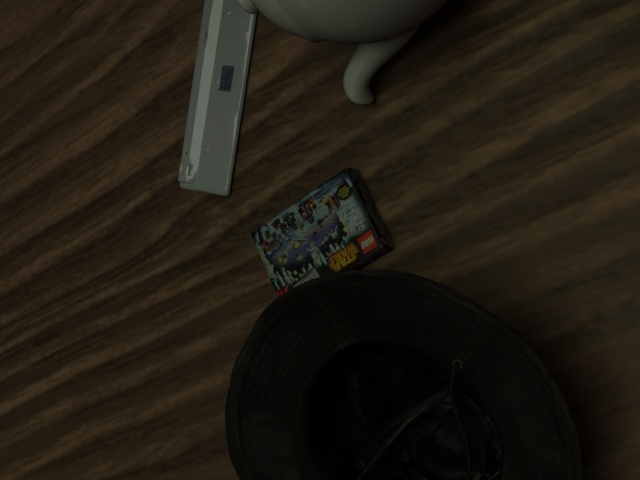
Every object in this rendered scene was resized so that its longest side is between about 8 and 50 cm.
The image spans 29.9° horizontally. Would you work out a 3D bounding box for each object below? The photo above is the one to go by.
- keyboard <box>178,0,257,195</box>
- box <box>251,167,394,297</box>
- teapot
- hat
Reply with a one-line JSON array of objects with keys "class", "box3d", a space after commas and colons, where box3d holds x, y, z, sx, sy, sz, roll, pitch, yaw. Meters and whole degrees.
[{"class": "keyboard", "box3d": [-0.110, -0.180, 1.329, 0.072, 0.014, 0.256, 10, 93, 29]}, {"class": "box", "box3d": [0.000, 0.000, 1.232, 0.137, 0.027, 0.094, -34, 70, 27]}, {"class": "teapot", "box3d": [-0.008, -0.281, 1.118, 0.187, 0.252, 0.256, -31, 75, 21]}, {"class": "hat", "box3d": [0.087, 0.165, 1.101, 0.331, 0.134, 0.331, 6, 105, 22]}]
